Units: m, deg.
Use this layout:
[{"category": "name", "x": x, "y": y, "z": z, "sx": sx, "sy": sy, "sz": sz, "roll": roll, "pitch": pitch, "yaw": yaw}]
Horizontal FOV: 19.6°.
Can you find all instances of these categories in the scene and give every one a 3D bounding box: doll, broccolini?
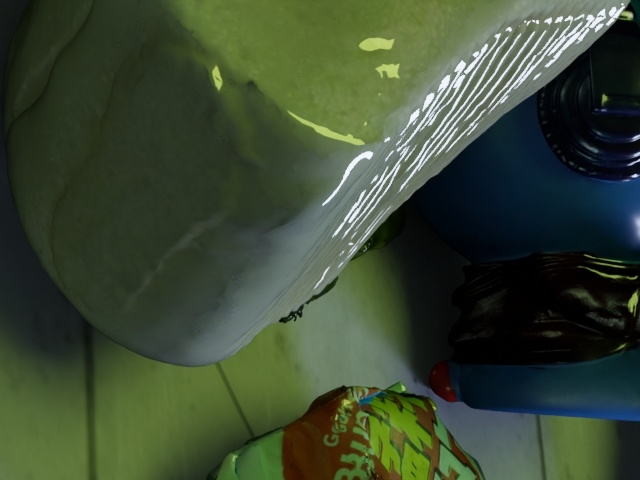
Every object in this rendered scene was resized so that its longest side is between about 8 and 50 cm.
[{"category": "doll", "x": 0.171, "y": -0.033, "z": 1.278, "sx": 0.284, "sy": 0.240, "sz": 0.310, "roll": 150, "pitch": -58, "yaw": -82}, {"category": "broccolini", "x": -0.002, "y": 0.001, "z": 1.175, "sx": 0.216, "sy": 0.058, "sz": 0.067, "roll": -36, "pitch": 146, "yaw": -64}]

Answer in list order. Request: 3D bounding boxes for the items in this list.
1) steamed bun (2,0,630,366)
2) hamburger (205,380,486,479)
[{"category": "steamed bun", "x": -0.017, "y": -0.120, "z": 0.995, "sx": 0.236, "sy": 0.247, "sz": 0.383, "roll": 47, "pitch": 40, "yaw": 5}, {"category": "hamburger", "x": 0.040, "y": 0.215, "z": 1.067, "sx": 0.276, "sy": 0.150, "sz": 0.260, "roll": 54, "pitch": 17, "yaw": -2}]
